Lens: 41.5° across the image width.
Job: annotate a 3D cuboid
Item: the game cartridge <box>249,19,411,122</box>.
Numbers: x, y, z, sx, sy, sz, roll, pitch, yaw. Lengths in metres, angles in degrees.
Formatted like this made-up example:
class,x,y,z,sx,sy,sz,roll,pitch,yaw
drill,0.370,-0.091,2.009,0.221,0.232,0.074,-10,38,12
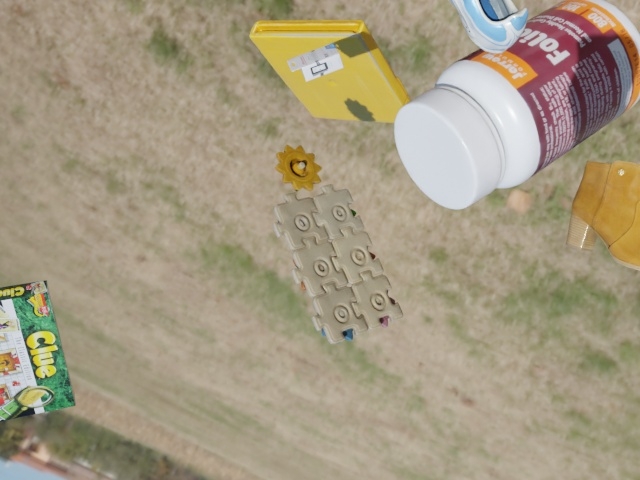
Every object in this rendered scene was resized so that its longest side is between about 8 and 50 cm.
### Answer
class,x,y,z,sx,sy,sz,roll,pitch,yaw
game cartridge,0.035,-0.374,1.890,0.285,0.052,0.324,9,160,32

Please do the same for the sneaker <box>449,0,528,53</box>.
class,x,y,z,sx,sy,sz,roll,pitch,yaw
sneaker,0.186,-0.355,1.113,0.237,0.085,0.086,52,144,9

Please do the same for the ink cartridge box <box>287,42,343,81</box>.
class,x,y,z,sx,sy,sz,roll,pitch,yaw
ink cartridge box,-0.009,-0.291,1.392,0.048,0.083,0.028,-110,0,-54

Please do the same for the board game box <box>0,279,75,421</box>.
class,x,y,z,sx,sy,sz,roll,pitch,yaw
board game box,-0.444,0.168,1.228,0.030,0.136,0.259,-118,22,-43

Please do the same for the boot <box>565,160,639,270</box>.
class,x,y,z,sx,sy,sz,roll,pitch,yaw
boot,0.659,-0.053,1.760,0.295,0.211,0.104,23,-167,41

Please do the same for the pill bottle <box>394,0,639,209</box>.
class,x,y,z,sx,sy,sz,roll,pitch,yaw
pill bottle,0.326,-0.225,1.384,0.224,0.392,0.224,44,154,28

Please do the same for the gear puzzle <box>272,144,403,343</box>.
class,x,y,z,sx,sy,sz,roll,pitch,yaw
gear puzzle,0.000,0.000,1.369,0.044,0.175,0.339,-35,75,51
